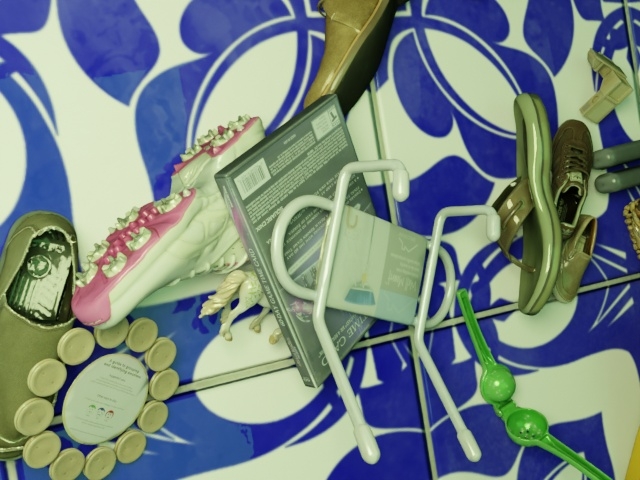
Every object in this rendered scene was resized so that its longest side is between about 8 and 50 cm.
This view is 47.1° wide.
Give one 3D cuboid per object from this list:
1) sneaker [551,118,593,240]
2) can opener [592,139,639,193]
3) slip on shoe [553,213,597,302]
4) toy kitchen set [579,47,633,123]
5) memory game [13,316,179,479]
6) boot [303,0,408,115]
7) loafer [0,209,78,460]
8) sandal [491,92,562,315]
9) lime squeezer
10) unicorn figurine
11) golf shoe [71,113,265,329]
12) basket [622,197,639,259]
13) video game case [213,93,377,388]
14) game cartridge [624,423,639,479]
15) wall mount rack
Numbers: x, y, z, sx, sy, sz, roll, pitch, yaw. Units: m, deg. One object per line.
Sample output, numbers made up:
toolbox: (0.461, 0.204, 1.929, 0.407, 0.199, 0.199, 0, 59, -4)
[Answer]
sneaker: (0.365, -0.089, 1.055, 0.066, 0.071, 0.188, 12, 82, -3)
can opener: (0.543, -0.134, 1.140, 0.283, 0.095, 0.076, -15, 93, -32)
slip on shoe: (0.376, 0.026, 1.078, 0.051, 0.041, 0.135, 25, 76, -23)
toy kitchen set: (0.414, -0.241, 1.120, 0.068, 0.075, 0.083, 23, 37, -26)
memory game: (-0.221, 0.160, 0.746, 0.186, 0.012, 0.186, -22, 121, -42)
boot: (0.034, -0.279, 0.916, 0.115, 0.112, 0.305, 23, 80, 8)
loafer: (-0.292, 0.090, 0.718, 0.094, 0.087, 0.251, 10, 82, -25)
sandal: (0.270, -0.048, 1.007, 0.086, 0.120, 0.302, -4, 86, 1)
lime squeezer: (0.259, 0.212, 0.983, 0.059, 0.110, 0.310, -32, 70, -8)
unicorn figurine: (-0.057, 0.061, 0.839, 0.162, 0.060, 0.111, 1, 120, -61)
golf shoe: (-0.125, -0.004, 0.771, 0.140, 0.115, 0.306, 57, 50, -25)
basket: (0.662, -0.017, 1.104, 0.299, 0.223, 0.213, -19, 89, -23)
video game case: (0.000, 0.000, 0.833, 0.196, 0.026, 0.274, -43, 124, -39)
game cartridge: (0.612, 0.231, 1.110, 0.324, 0.053, 0.285, -15, 121, -27)
wall mount rack: (0.095, 0.083, 0.828, 0.350, 0.130, 0.304, 18, 79, -46)
